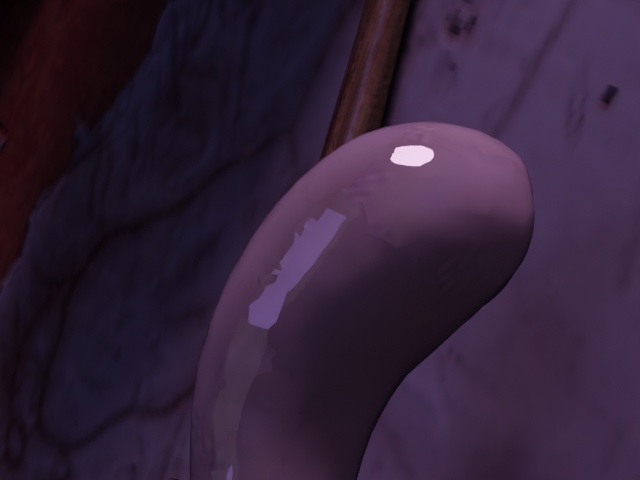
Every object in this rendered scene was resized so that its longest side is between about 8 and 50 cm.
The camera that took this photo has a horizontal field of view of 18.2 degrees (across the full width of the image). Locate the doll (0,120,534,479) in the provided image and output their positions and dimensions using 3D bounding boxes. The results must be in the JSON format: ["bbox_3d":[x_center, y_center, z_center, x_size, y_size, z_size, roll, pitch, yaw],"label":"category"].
[{"bbox_3d":[-0.082,0.097,0.399,0.242,0.159,0.311,30,97,47],"label":"doll"}]

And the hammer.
[{"bbox_3d":[0.000,0.000,0.483,0.062,0.017,0.182,-1,71,58],"label":"hammer"}]
